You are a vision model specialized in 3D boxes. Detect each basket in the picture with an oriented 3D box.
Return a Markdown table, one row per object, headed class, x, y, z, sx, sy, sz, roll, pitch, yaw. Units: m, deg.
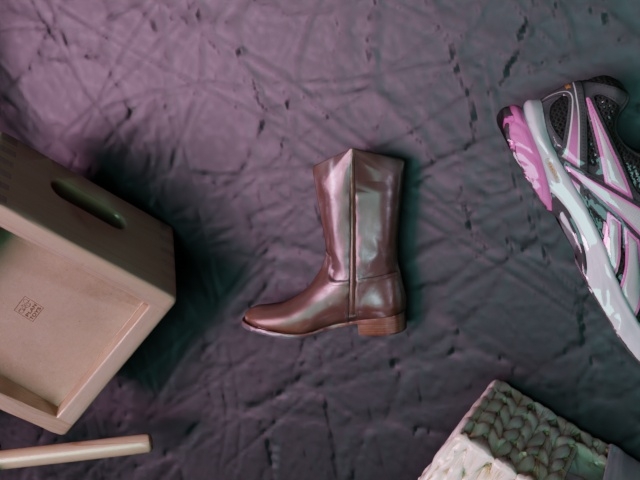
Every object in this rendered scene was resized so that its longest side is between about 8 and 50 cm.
| class | x | y | z | sx | sy | sz | roll | pitch | yaw |
| --- | --- | --- | --- | --- | --- | --- | --- | --- | --- |
| basket | 0.092 | 0.176 | 0.638 | 0.103 | 0.113 | 0.167 | 37 | 112 | 11 |

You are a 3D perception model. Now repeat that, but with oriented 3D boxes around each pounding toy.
| class | x | y | z | sx | sy | sz | roll | pitch | yaw |
| --- | --- | --- | --- | --- | --- | --- | --- | --- | --- |
| pounding toy | -0.180 | 0.066 | 0.705 | 0.181 | 0.094 | 0.206 | 31 | 113 | -26 |

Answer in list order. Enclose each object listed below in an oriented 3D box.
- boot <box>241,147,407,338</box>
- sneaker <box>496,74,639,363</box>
| class | x | y | z | sx | sy | sz | roll | pitch | yaw |
| --- | --- | --- | --- | --- | --- | --- | --- | --- | --- |
| boot | 0.000 | 0.000 | 0.663 | 0.106 | 0.037 | 0.114 | -3 | 106 | 6 |
| sneaker | 0.169 | -0.008 | 0.590 | 0.077 | 0.072 | 0.178 | -29 | 99 | 12 |
